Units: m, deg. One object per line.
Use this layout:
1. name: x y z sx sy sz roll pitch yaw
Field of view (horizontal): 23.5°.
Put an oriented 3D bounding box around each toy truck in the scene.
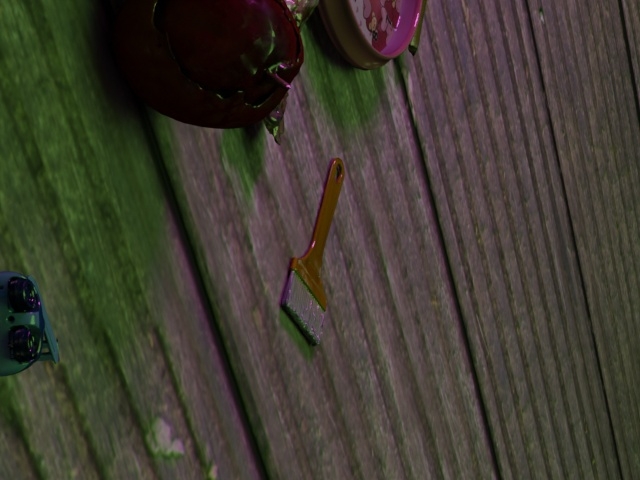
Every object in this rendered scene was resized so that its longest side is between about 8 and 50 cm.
1. toy truck: -0.213 0.062 1.077 0.090 0.056 0.073 41 45 -72

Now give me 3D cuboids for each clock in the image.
1. clock: 0.045 -0.302 1.636 0.244 0.056 0.244 -2 92 -64

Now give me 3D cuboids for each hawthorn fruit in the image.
1. hawthorn fruit: -0.082 -0.153 1.230 0.148 0.172 0.148 -27 139 -26

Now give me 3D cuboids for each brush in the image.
1. brush: 0.000 0.000 1.569 0.083 0.011 0.205 54 40 -48

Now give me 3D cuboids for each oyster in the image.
1. oyster: -0.038 -0.187 1.446 0.106 0.061 0.199 16 74 -62

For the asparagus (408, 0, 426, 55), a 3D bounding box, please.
1. asparagus: 0.110 -0.301 1.790 0.045 0.041 0.178 23 70 -36
